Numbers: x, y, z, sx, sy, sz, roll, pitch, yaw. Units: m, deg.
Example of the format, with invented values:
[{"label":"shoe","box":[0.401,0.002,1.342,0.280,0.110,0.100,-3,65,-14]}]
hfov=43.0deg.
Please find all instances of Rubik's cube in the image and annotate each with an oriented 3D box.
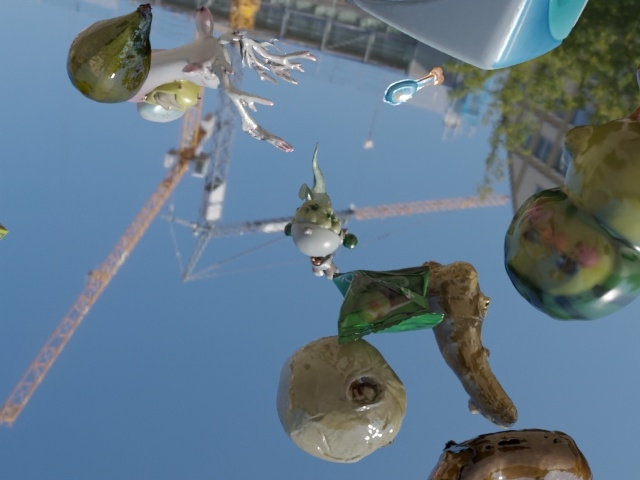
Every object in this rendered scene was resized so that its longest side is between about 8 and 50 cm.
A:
[{"label":"Rubik's cube","box":[0.278,-0.519,1.348,0.352,0.351,0.347,37,-141,20]}]

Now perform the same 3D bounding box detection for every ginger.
[{"label":"ginger","box":[0.277,0.342,1.193,0.310,0.107,0.132,-8,-104,-22]},{"label":"ginger","box":[0.243,0.163,1.313,0.086,0.131,0.294,1,-120,-56]}]

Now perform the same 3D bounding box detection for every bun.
[{"label":"bun","box":[0.035,0.205,1.063,0.173,0.113,0.166,2,-106,-18]}]

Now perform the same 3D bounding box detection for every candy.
[{"label":"candy","box":[0.086,0.084,1.118,0.141,0.078,0.203,7,-159,-1]}]

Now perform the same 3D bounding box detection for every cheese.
[{"label":"cheese","box":[0.155,-0.257,1.356,0.111,0.047,0.017,-23,-129,-1]}]

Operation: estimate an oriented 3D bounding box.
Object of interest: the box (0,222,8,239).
[{"label":"box","box":[-0.624,-0.053,1.334,0.141,0.064,0.220,45,176,4]}]

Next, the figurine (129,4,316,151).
[{"label":"figurine","box":[-0.191,-0.303,1.509,0.284,0.206,0.316,29,164,-37]}]

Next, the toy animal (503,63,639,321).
[{"label":"toy animal","box":[0.389,-0.040,1.047,0.191,0.338,0.216,18,-155,-49]}]

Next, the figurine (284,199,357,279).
[{"label":"figurine","box":[0.000,-0.001,1.549,0.147,0.197,0.093,11,-113,17]}]

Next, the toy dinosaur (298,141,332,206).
[{"label":"toy dinosaur","box":[-0.003,-0.084,1.672,0.053,0.242,0.167,-1,-170,12]}]

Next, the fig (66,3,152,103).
[{"label":"fig","box":[-0.321,-0.307,1.271,0.133,0.184,0.126,-1,-144,-46]}]
